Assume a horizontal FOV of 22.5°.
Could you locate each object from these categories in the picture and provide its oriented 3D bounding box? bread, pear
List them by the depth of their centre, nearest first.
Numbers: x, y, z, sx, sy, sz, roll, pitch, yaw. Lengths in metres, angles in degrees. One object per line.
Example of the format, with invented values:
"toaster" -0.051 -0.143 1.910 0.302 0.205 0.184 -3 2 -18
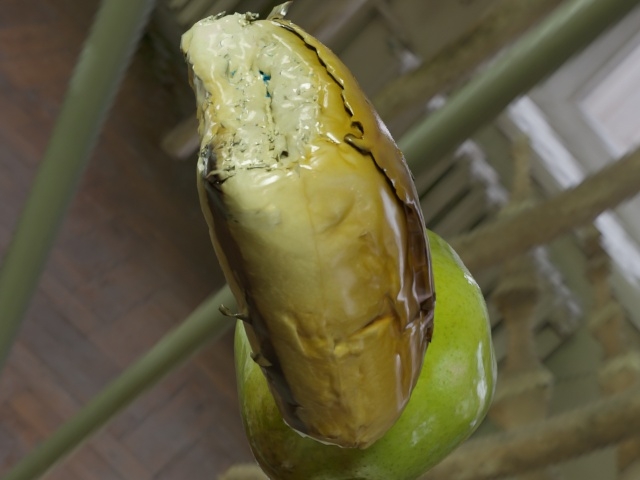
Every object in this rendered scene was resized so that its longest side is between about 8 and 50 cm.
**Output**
"bread" 0.000 0.000 0.394 0.106 0.053 0.072 70 6 -46
"pear" 0.014 0.041 0.523 0.092 0.097 0.092 33 -14 10
